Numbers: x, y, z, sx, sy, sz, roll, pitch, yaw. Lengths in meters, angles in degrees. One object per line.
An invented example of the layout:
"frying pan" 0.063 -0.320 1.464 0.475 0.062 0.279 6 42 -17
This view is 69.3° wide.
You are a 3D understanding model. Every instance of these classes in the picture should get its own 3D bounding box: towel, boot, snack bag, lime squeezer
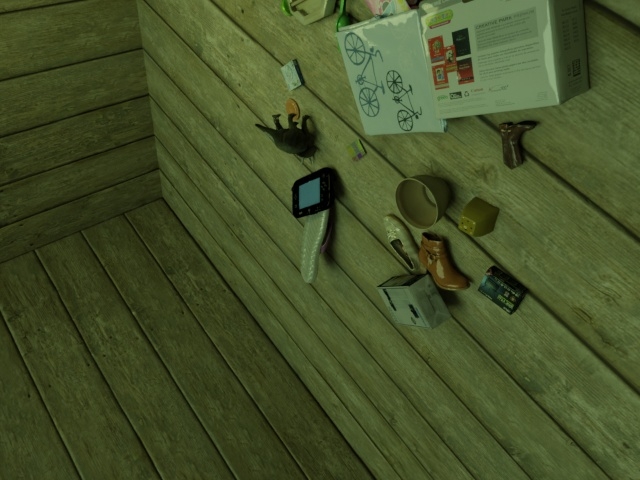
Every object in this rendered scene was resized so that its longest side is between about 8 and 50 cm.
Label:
"towel" 0.125 -0.314 1.620 0.060 0.009 0.083 63 150 -1
"boot" 0.390 0.066 1.475 0.197 0.072 0.153 25 131 43
"boot" 0.479 -0.227 1.115 0.106 0.037 0.114 27 134 64
"snack bag" 0.191 -0.447 1.264 0.342 0.037 0.323 17 132 55
"lime squeezer" 0.086 -0.621 1.372 0.109 0.058 0.311 8 121 55

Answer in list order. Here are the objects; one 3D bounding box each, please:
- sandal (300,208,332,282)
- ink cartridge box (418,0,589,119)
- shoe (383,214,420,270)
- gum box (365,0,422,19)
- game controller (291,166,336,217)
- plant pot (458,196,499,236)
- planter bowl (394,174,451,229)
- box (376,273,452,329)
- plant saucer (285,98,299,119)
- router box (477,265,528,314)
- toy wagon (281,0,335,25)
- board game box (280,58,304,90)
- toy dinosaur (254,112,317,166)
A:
"sandal" -0.006 -0.009 1.994 0.169 0.102 0.417 -125 41 -49
"ink cartridge box" 0.385 -0.424 1.001 0.309 0.130 0.272 12 123 53
"shoe" 0.281 0.007 1.602 0.219 0.058 0.076 56 150 9
"gum box" 0.200 -0.605 1.201 0.189 0.062 0.107 59 151 4
"game controller" -0.035 -0.187 1.877 0.319 0.067 0.167 -12 69 60
"plant pot" 0.431 -0.057 1.290 0.081 0.083 0.082 37 144 35
"planter bowl" 0.317 -0.128 1.380 0.162 0.109 0.162 37 143 35
"box" 0.318 0.213 1.627 0.169 0.087 0.290 61 165 -3
"plant saucer" -0.111 -0.512 1.813 0.083 0.013 0.084 37 142 35
"router box" 0.530 0.145 1.353 0.122 0.038 0.092 41 146 31
"toy wagon" -0.054 -0.843 1.388 0.267 0.068 0.345 11 124 54
"board game box" -0.103 -0.609 1.711 0.090 0.020 0.090 -1 115 57
"toy dinosaur" -0.106 -0.385 1.727 0.120 0.313 0.161 -10 83 33
